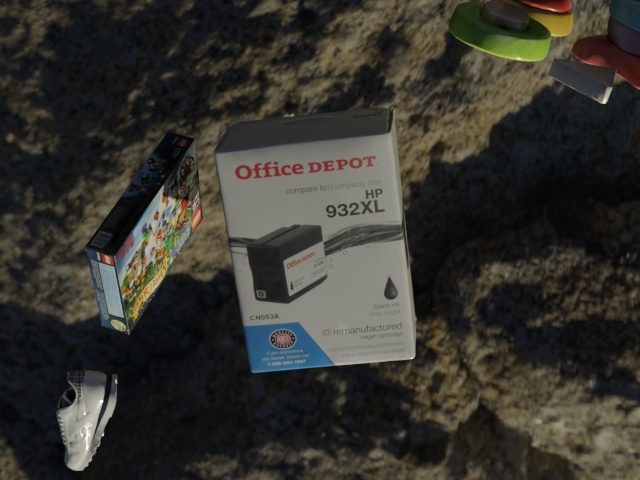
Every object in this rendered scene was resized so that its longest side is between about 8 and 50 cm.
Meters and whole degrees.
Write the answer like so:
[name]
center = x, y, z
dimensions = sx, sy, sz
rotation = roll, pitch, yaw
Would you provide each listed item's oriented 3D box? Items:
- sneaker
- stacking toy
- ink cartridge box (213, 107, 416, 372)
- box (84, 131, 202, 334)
[sneaker]
center = -0.446, 0.328, 1.908
dimensions = 0.094, 0.090, 0.235
rotation = 11, 120, -22
[stacking toy]
center = 0.330, -0.298, 1.312
dimensions = 0.309, 0.279, 0.130
rotation = 31, 122, 27
[ink cartridge box]
center = 0.000, 0.000, 1.341
dimensions = 0.223, 0.129, 0.308
rotation = -5, 110, 7
[box]
center = -0.231, -0.012, 1.392
dimensions = 0.044, 0.233, 0.159
rotation = 16, 139, 13
